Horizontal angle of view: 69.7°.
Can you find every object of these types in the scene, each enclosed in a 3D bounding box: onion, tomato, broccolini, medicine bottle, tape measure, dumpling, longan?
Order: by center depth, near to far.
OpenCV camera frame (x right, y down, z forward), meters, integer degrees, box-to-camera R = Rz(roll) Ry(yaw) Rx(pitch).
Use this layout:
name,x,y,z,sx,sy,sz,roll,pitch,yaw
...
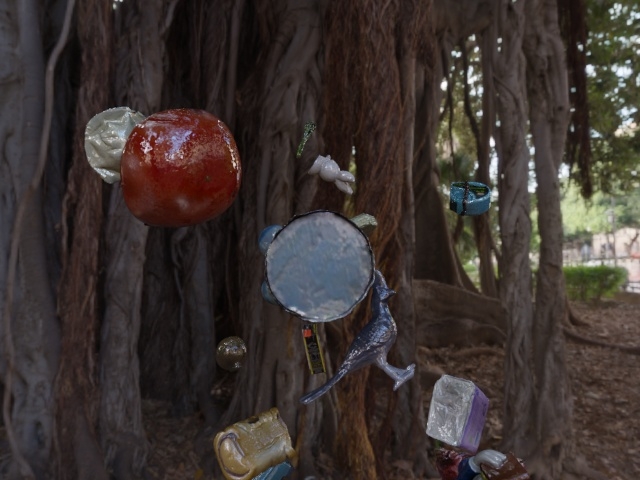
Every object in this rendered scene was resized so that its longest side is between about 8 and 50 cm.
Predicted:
name,x,y,z,sx,sy,sz,roll,pitch,yaw
tomato,-0.320,-0.164,1.152,0.143,0.339,0.338,26,14,36
dumpling,-0.541,-0.256,1.207,0.155,0.181,0.111,34,-29,-18
tape measure,0.473,-0.136,1.454,0.125,0.081,0.146,3,38,18
onion,0.482,0.763,1.467,0.348,0.159,0.267,21,-33,-28
longan,-0.288,0.372,1.494,0.106,0.119,0.106,-17,-39,-14
medicine bottle,-0.204,0.875,1.634,0.079,0.124,0.258,16,45,37
broccolini,-0.068,-0.434,1.972,0.051,0.239,0.054,32,-41,-14

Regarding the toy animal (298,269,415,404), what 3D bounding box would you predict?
name,x,y,z,sx,sy,sz,roll,pitch,yaw
toy animal,0.128,0.273,1.097,0.205,0.367,0.081,32,-17,5

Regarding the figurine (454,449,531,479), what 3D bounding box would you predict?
name,x,y,z,sx,sy,sz,roll,pitch,yaw
figurine,0.349,0.567,1.059,0.283,0.205,0.338,-48,-21,19

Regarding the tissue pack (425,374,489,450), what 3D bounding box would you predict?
name,x,y,z,sx,sy,sz,roll,pitch,yaw
tissue pack,0.543,0.689,1.819,0.160,0.242,0.338,9,-22,33

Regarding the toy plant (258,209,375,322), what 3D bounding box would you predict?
name,x,y,z,sx,sy,sz,roll,pitch,yaw
toy plant,-0.034,0.055,1.070,0.246,0.248,0.332,0,-1,-12

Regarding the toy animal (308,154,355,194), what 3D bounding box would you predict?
name,x,y,z,sx,sy,sz,roll,pitch,yaw
toy animal,0.066,-0.302,2.085,0.220,0.104,0.131,28,33,0

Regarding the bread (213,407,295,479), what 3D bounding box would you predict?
name,x,y,z,sx,sy,sz,roll,pitch,yaw
bread,-0.156,0.500,1.125,0.081,0.134,0.225,-46,-27,23

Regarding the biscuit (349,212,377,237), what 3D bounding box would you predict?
name,x,y,z,sx,sy,sz,roll,pitch,yaw
biscuit,0.086,-0.017,1.493,0.252,0.052,0.150,-24,-17,-30

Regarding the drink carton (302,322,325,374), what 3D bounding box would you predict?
name,x,y,z,sx,sy,sz,roll,pitch,yaw
drink carton,-0.024,0.372,1.578,0.056,0.166,0.071,-12,25,-1
